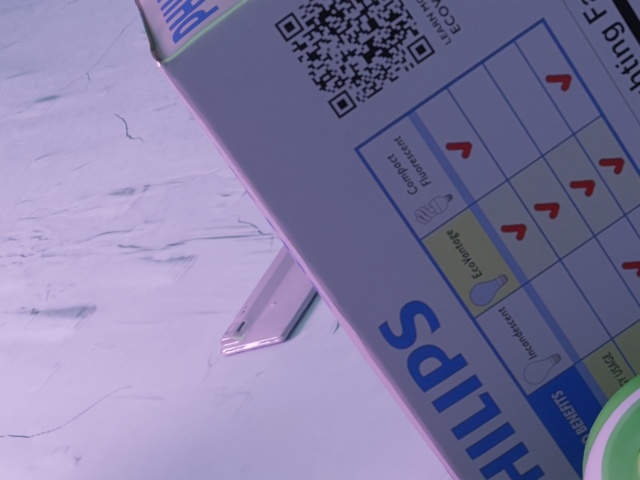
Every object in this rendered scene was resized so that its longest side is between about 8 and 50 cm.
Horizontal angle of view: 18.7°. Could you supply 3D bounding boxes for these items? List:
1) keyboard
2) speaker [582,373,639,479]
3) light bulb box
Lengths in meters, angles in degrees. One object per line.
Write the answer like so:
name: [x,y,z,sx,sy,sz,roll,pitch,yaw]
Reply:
keyboard: [0.000,0.000,1.569,0.072,0.014,0.256,-10,34,39]
speaker: [0.205,0.154,0.815,0.131,0.131,0.296,-35,22,3]
light bulb box: [0.141,-0.088,1.078,0.361,0.358,0.225,-34,20,3]
